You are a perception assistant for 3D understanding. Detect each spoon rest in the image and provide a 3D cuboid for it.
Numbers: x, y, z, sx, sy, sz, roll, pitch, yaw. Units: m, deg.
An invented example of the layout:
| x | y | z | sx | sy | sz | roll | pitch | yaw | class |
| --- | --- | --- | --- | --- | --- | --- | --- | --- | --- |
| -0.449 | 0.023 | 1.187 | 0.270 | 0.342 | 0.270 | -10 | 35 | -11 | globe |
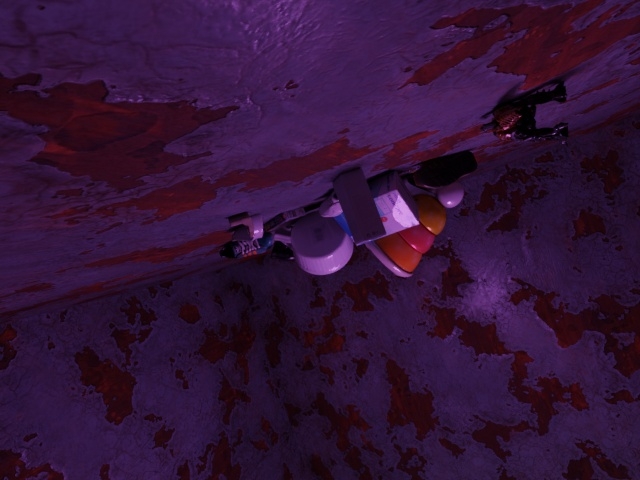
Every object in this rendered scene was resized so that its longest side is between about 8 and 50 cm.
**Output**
| x | y | z | sx | sy | sz | roll | pitch | yaw | class |
| --- | --- | --- | --- | --- | --- | --- | --- | --- | --- |
| -0.278 | -0.032 | 1.658 | 0.137 | 0.084 | 0.276 | -18 | 176 | -20 | spoon rest |

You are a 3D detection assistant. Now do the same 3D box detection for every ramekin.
| x | y | z | sx | sy | sz | roll | pitch | yaw | class |
| --- | --- | --- | --- | --- | --- | --- | --- | --- | --- |
| 0.000 | 0.000 | 1.842 | 0.277 | 0.277 | 0.135 | -19 | 149 | 0 | ramekin |

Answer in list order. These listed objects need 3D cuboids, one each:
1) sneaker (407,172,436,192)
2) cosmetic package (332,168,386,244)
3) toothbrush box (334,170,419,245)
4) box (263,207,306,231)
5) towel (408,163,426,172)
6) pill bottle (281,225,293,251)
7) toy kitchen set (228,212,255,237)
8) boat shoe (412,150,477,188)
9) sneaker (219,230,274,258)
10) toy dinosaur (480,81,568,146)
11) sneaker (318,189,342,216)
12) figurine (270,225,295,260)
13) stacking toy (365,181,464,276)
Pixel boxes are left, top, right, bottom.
| x | y | z | sx | sy | sz | roll | pitch | yaw | class |
| --- | --- | --- | --- | --- | --- | --- | --- | --- | --- |
| 0.511 | -0.291 | 1.954 | 0.279 | 0.118 | 0.107 | 8 | -164 | -43 | sneaker |
| 0.126 | -0.108 | 1.373 | 0.086 | 0.231 | 0.117 | -18 | 178 | -14 | cosmetic package |
| 0.229 | -0.127 | 1.726 | 0.296 | 0.216 | 0.126 | -21 | -139 | 26 | toothbrush box |
| -0.160 | -0.089 | 1.831 | 0.114 | 0.036 | 0.207 | -17 | 177 | -31 | box |
| 0.419 | -0.307 | 1.785 | 0.083 | 0.009 | 0.060 | -21 | 176 | 33 | towel |
| -0.040 | 0.013 | 2.160 | 0.334 | 0.187 | 0.188 | 9 | -172 | 21 | pill bottle |
| -0.277 | -0.054 | 1.450 | 0.075 | 0.083 | 0.068 | -18 | -141 | -16 | toy kitchen set |
| 0.518 | -0.287 | 1.769 | 0.324 | 0.122 | 0.120 | -18 | -178 | -26 | boat shoe |
| -0.372 | 0.035 | 2.084 | 0.302 | 0.108 | 0.121 | -19 | -178 | 28 | sneaker |
| 0.553 | -0.321 | 1.148 | 0.219 | 0.164 | 0.322 | -3 | -153 | 28 | toy dinosaur |
| 0.063 | -0.161 | 1.608 | 0.232 | 0.090 | 0.115 | -33 | 163 | 37 | sneaker |
| -0.124 | 0.025 | 2.029 | 0.210 | 0.092 | 0.214 | 17 | 135 | 1 | figurine |
| 0.447 | -0.097 | 1.904 | 0.480 | 0.350 | 0.351 | -44 | 169 | 19 | stacking toy |
